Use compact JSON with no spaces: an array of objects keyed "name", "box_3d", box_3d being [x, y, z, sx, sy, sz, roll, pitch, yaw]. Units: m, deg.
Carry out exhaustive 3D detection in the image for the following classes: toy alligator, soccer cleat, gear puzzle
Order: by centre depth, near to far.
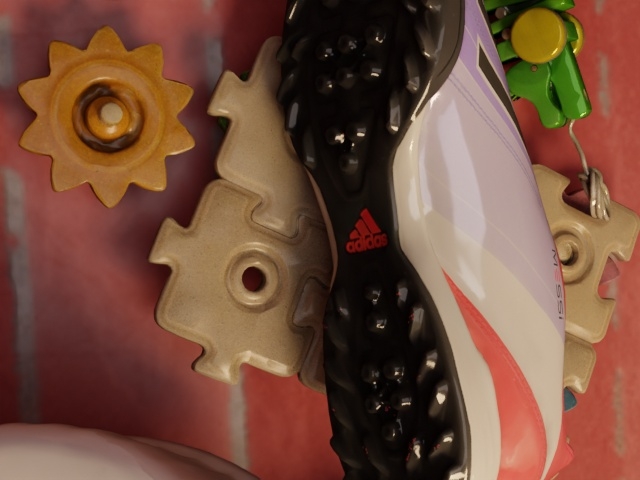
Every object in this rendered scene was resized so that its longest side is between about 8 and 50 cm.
[{"name":"soccer cleat","box_3d":[0.058,-0.028,0.585,0.116,0.108,0.318,-1,83,-44]},{"name":"gear puzzle","box_3d":[0.000,0.000,0.629,0.338,0.044,0.176,24,79,-18]},{"name":"toy alligator","box_3d":[0.112,-0.099,0.651,0.051,0.056,0.190,-10,92,25]}]

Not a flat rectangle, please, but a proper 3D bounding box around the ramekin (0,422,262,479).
[{"name":"ramekin","box_3d":[-0.112,0.206,0.492,0.277,0.135,0.277,-3,71,8]}]
